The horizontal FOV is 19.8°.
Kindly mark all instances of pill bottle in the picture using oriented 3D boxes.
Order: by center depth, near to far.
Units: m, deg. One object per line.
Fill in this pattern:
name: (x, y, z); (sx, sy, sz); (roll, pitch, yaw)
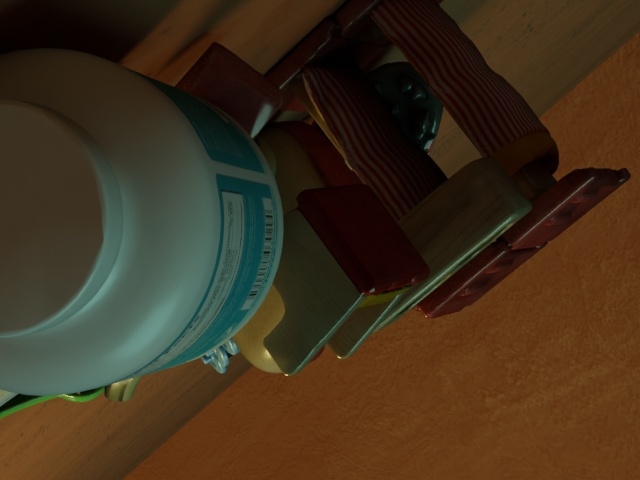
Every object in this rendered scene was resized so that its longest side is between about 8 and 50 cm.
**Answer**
pill bottle: (-0.106, -0.008, 0.819); (0.146, 0.146, 0.264); (-40, 174, 6)

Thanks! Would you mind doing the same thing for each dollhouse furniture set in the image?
dollhouse furniture set: (0.039, -0.063, 1.111); (0.152, 0.201, 0.374); (-41, 170, 17)

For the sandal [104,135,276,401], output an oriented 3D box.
sandal: (-0.091, 0.036, 1.348); (0.303, 0.086, 0.120); (-47, -148, 50)

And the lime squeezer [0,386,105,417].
lime squeezer: (-0.190, 0.076, 1.549); (0.310, 0.059, 0.110); (-39, 142, 4)

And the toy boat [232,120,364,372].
toy boat: (0.000, 0.000, 1.429); (0.151, 0.151, 0.231); (-19, 160, -30)

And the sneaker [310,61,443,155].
sneaker: (0.040, -0.073, 1.554); (0.135, 0.097, 0.276); (-55, 176, -40)

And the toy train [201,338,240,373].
toy train: (-0.088, 0.056, 1.676); (0.080, 0.105, 0.184); (-30, 172, -14)

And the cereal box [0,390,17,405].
cereal box: (-0.188, 0.048, 1.246); (0.173, 0.047, 0.240); (-36, 175, -34)
